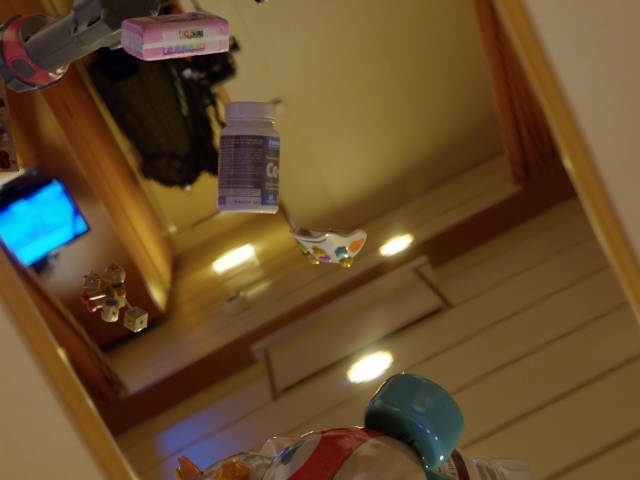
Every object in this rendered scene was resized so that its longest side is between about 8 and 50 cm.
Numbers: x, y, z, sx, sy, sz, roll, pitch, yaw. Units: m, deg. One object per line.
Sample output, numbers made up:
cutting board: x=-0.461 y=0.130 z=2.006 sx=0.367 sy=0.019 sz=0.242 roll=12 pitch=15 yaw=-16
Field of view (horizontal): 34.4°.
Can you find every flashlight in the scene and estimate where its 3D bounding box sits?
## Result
flashlight: x=-0.304 y=-0.260 z=1.270 sx=0.103 sy=0.103 sz=0.304 roll=-8 pitch=178 yaw=-42

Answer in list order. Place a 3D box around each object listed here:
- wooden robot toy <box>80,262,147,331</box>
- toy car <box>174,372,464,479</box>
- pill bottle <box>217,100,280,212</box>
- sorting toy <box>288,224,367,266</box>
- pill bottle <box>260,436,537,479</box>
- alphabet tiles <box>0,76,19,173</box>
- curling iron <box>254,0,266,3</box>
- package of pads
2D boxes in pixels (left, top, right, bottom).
wooden robot toy: x=-0.350 y=0.078 z=1.718 sx=0.076 sy=0.079 sz=0.173 roll=-12 pitch=-143 yaw=-36
toy car: x=-0.036 y=0.213 z=0.790 sx=0.238 sy=0.210 sz=0.219 roll=13 pitch=-136 yaw=33
pill bottle: x=-0.090 y=-0.103 z=1.298 sx=0.078 sy=0.137 sz=0.078 roll=1 pitch=-179 yaw=0
sorting toy: x=0.000 y=0.000 z=1.191 sx=0.083 sy=0.044 sz=0.075 roll=4 pitch=168 yaw=25
pill bottle: x=0.108 y=0.405 z=1.505 sx=0.392 sy=0.224 sz=0.224 roll=5 pitch=-175 yaw=-13
alphabet tiles: x=-0.534 y=-0.201 z=1.429 sx=0.198 sy=0.237 sz=0.009 roll=-5 pitch=165 yaw=-34
curling iron: x=0.005 y=-0.347 z=1.212 sx=0.035 sy=0.068 sz=0.274 roll=29 pitch=-127 yaw=23
package of pads: x=-0.125 y=-0.176 z=0.888 sx=0.083 sy=0.032 sz=0.050 roll=-14 pitch=-151 yaw=-29
